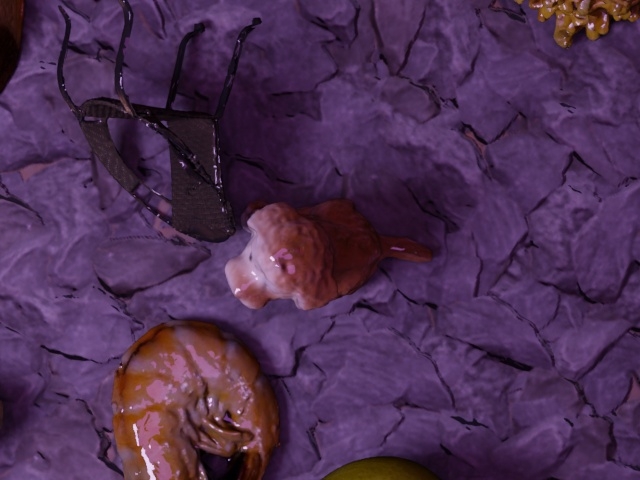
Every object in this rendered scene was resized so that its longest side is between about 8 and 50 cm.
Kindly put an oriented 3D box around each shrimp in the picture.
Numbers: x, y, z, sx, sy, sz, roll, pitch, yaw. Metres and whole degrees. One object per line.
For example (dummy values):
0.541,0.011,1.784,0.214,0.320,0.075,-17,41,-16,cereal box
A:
-0.105,0.213,1.800,0.152,0.063,0.287,-8,87,-11,shrimp

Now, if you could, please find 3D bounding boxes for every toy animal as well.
0.011,0.010,1.736,0.184,0.185,0.104,0,87,1,toy animal

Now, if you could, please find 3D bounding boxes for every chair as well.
-0.142,-0.103,1.752,0.149,0.174,0.213,-1,92,-34,chair

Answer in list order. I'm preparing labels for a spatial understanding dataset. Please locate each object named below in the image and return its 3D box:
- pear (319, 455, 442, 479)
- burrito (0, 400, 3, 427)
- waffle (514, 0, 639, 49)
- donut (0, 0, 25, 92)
0.033,0.284,1.734,0.216,0.166,0.180,-11,103,-13,pear
-0.433,0.227,1.782,0.175,0.107,0.348,35,87,17,burrito
0.245,-0.289,1.797,0.193,0.070,0.197,-25,89,1,waffle
-0.347,-0.203,1.797,0.141,0.085,0.217,5,87,1,donut
